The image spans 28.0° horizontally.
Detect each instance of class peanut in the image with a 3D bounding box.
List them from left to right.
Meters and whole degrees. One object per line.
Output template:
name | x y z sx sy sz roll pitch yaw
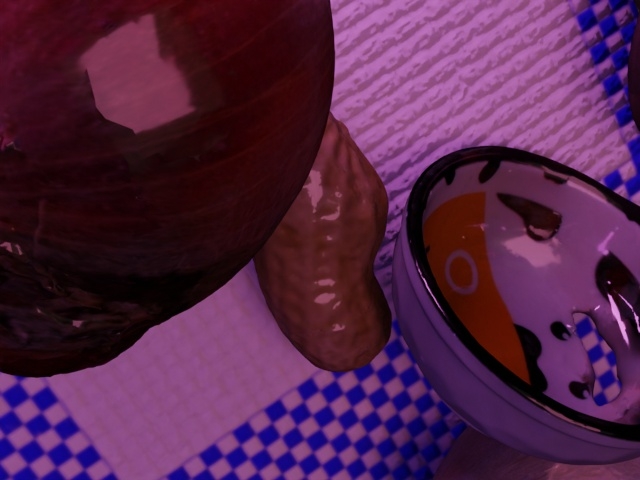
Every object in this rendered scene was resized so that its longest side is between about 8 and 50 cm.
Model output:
peanut | 0.000 0.000 0.942 0.108 0.095 0.226 -9 115 5

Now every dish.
dish | 0.166 0.065 0.972 0.303 0.303 0.120 11 135 -26

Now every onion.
onion | -0.167 -0.097 0.723 0.353 0.353 0.354 -8 112 -20

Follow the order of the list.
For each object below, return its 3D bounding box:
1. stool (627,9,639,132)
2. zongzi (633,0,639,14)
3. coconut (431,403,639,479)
stool | 0.382 -0.152 0.964 0.272 0.178 0.272 -24 132 -30
zongzi | 0.270 -0.234 1.003 0.113 0.052 0.104 43 82 -16
coconut | 0.183 0.239 1.046 0.234 0.224 0.224 25 98 -30
